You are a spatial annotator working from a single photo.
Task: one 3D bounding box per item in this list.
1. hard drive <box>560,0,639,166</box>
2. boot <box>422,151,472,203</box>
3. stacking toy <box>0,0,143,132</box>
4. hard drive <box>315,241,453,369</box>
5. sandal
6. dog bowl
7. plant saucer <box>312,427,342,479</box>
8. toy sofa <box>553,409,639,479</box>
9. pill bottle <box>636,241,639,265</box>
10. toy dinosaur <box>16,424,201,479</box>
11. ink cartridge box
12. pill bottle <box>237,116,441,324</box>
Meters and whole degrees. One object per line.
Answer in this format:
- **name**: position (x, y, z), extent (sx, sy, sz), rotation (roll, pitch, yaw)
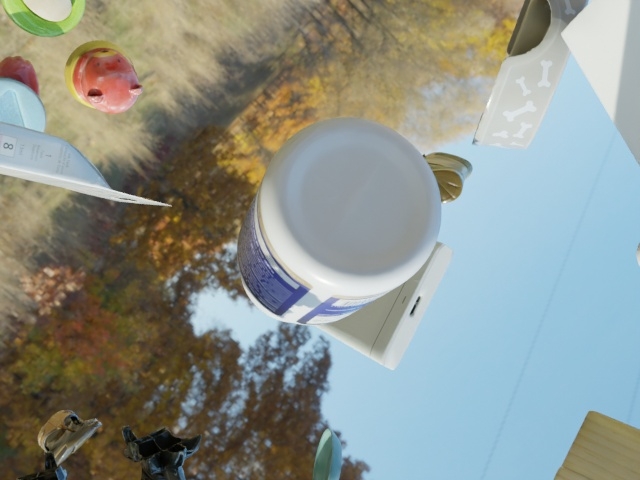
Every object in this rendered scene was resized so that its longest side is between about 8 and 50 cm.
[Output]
- **hard drive**: position (0.485, -0.230, 1.041), extent (0.040, 0.307, 0.203), rotation (-20, 167, -23)
- **boot**: position (0.159, -0.113, 1.311), extent (0.213, 0.077, 0.165), rotation (1, -162, 20)
- **stacking toy**: position (-0.458, -0.288, 1.165), extent (0.309, 0.279, 0.130), rotation (-27, -145, -15)
- **hard drive**: position (0.073, 0.076, 1.387), extent (0.353, 0.047, 0.233), rotation (21, -97, 56)
- **sandal**: position (-0.389, 0.287, 1.106), extent (0.090, 0.060, 0.219), rotation (-45, -168, -21)
- **dog bowl**: position (0.382, -0.324, 1.328), extent (0.349, 0.102, 0.348), rotation (20, 90, -81)
- **plant saucer**: position (0.011, 0.349, 1.115), extent (0.119, 0.021, 0.119), rotation (-168, -90, -81)
- **toy sofa**: position (0.362, 0.397, 0.915), extent (0.150, 0.362, 0.177), rotation (21, -127, 31)
- **pill bottle**: position (0.602, 0.010, 1.164), extent (0.117, 0.117, 0.215), rotation (-49, -179, -12)
- **toy dinosaur**: position (-0.183, 0.297, 0.652), extent (0.322, 0.218, 0.164), rotation (-5, -169, 45)
- **ink cartridge box**: position (-0.324, -0.095, 0.909), extent (0.189, 0.232, 0.066), rotation (8, -90, 54)
- **pill bottle**: position (0.000, 0.000, 0.704), extent (0.153, 0.153, 0.264), rotation (-51, -179, -20)
